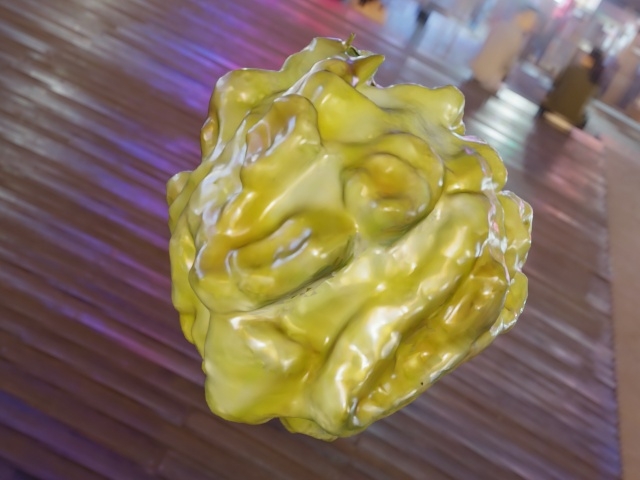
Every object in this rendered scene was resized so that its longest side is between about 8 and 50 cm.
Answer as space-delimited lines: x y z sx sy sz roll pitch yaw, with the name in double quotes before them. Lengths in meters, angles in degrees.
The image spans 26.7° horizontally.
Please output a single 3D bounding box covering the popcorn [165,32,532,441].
"popcorn" 0.010 0.004 1.063 0.312 0.312 0.312 26 17 -8
